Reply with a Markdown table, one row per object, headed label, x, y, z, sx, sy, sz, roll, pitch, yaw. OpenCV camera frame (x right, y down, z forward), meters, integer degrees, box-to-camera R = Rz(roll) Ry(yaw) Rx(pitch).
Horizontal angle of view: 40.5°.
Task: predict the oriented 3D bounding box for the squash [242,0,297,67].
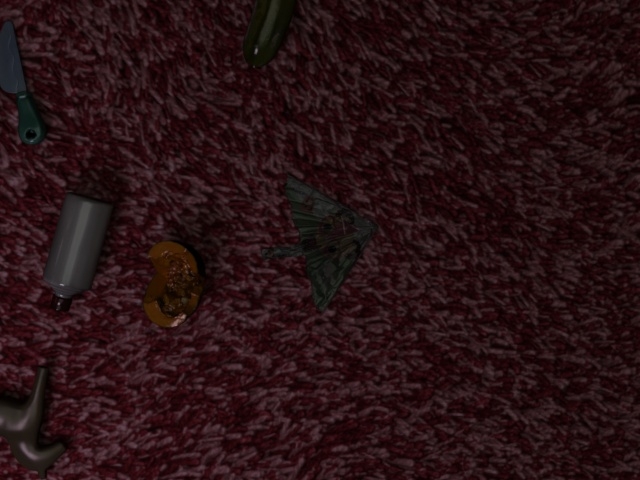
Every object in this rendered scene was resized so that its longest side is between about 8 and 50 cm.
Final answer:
| label | x | y | z | sx | sy | sz | roll | pitch | yaw |
| --- | --- | --- | --- | --- | --- | --- | --- | --- | --- |
| squash | -0.089 | -0.528 | 1.824 | 0.095 | 0.094 | 0.340 | 16 | 91 | -9 |

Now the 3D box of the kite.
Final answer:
| label | x | y | z | sx | sy | sz | roll | pitch | yaw |
| --- | --- | --- | --- | --- | --- | --- | --- | --- | --- |
| kite | 0.000 | 0.000 | 1.918 | 0.268 | 0.013 | 0.322 | -16 | 94 | -8 |

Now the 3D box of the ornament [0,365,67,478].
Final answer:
| label | x | y | z | sx | sy | sz | roll | pitch | yaw |
| --- | --- | --- | --- | --- | --- | --- | --- | --- | --- |
| ornament | -0.642 | 0.373 | 1.826 | 0.231 | 0.061 | 0.244 | 10 | 92 | -11 |

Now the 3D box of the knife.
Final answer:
| label | x | y | z | sx | sy | sz | roll | pitch | yaw |
| --- | --- | --- | --- | --- | --- | --- | --- | --- | --- |
| knife | -0.629 | -0.322 | 1.794 | 0.063 | 0.034 | 0.260 | -17 | 91 | 0 |

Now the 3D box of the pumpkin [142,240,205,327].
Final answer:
| label | x | y | z | sx | sy | sz | roll | pitch | yaw |
| --- | --- | --- | --- | --- | --- | --- | --- | --- | --- |
| pumpkin | -0.302 | 0.085 | 1.831 | 0.119 | 0.108 | 0.183 | 14 | 100 | 10 |

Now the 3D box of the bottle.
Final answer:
| label | x | y | z | sx | sy | sz | roll | pitch | yaw |
| --- | --- | --- | --- | --- | --- | --- | --- | --- | --- |
| bottle | -0.509 | 0.028 | 1.798 | 0.104 | 0.104 | 0.245 | 15 | 93 | -9 |
